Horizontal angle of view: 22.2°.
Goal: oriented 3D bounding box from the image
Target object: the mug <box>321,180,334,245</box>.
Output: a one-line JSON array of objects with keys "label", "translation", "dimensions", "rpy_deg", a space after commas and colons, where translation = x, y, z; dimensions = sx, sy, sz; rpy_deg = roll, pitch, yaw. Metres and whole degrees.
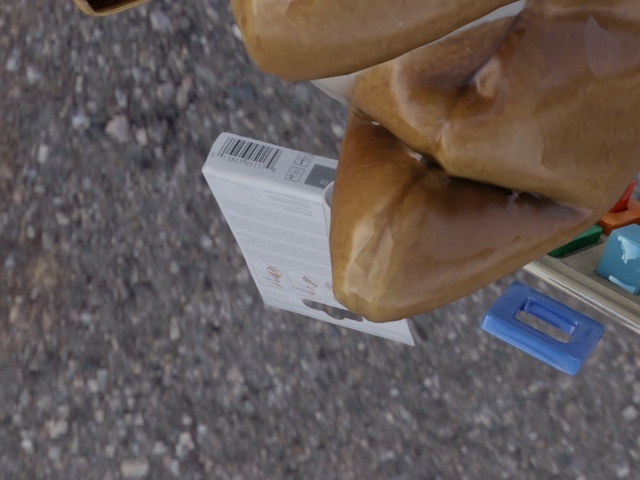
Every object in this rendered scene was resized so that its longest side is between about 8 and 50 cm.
[{"label": "mug", "translation": [0.039, -0.003, 1.163], "dimensions": [0.078, 0.062, 0.064], "rpy_deg": [14, 125, 19]}]

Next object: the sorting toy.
[{"label": "sorting toy", "translation": [0.194, -0.006, 1.067], "dimensions": [0.196, 0.347, 0.047], "rpy_deg": [35, 119, 26]}]

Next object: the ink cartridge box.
[{"label": "ink cartridge box", "translation": [0.000, 0.000, 1.626], "dimensions": [0.066, 0.189, 0.232], "rpy_deg": [-62, 150, -24]}]

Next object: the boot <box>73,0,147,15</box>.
[{"label": "boot", "translation": [-0.054, -0.246, 0.974], "dimensions": [0.295, 0.211, 0.104], "rpy_deg": [-40, 126, -6]}]

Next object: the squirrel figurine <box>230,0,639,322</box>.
[{"label": "squirrel figurine", "translation": [0.119, -0.205, 0.626], "dimensions": [0.397, 0.281, 0.370], "rpy_deg": [-16, 152, -16]}]
